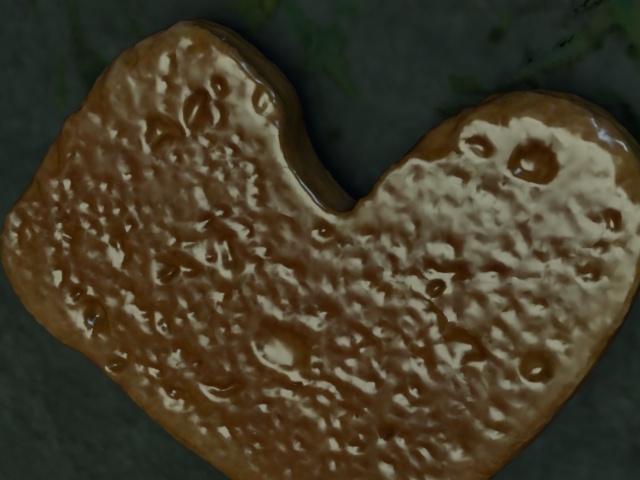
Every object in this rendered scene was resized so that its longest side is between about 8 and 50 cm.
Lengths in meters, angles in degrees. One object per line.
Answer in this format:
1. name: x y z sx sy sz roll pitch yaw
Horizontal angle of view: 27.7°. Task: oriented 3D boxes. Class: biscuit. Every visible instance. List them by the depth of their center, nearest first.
1. biscuit: 0.000 0.000 0.432 0.192 0.036 0.186 38 118 5
